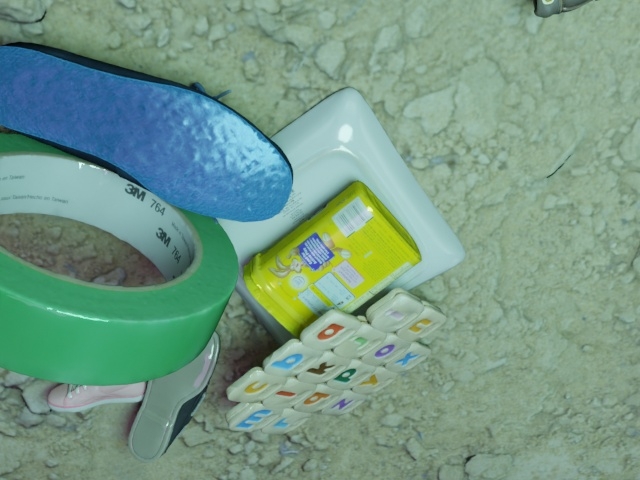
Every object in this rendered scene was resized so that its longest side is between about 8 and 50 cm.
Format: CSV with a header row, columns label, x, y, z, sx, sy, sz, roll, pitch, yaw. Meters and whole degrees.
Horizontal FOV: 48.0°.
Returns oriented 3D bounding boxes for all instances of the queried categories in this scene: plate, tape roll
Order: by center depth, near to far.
label,x,y,z,sx,sy,sz,roll,pitch,yaw
tape roll,-0.243,0.005,0.713,0.321,0.321,0.077,22,115,-13
plate,0.000,0.000,0.878,0.277,0.045,0.278,-31,114,14

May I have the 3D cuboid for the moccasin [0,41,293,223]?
label,x,y,z,sx,sy,sz,roll,pitch,yaw
moccasin,-0.185,-0.131,0.767,0.341,0.117,0.138,26,101,-10

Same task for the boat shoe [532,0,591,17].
label,x,y,z,sx,sy,sz,roll,pitch,yaw
boat shoe,0.195,-0.366,0.657,0.096,0.117,0.325,-22,117,15

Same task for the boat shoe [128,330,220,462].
label,x,y,z,sx,sy,sz,roll,pitch,yaw
boat shoe,-0.191,0.200,0.970,0.075,0.065,0.206,30,98,11

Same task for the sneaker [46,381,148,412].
label,x,y,z,sx,sy,sz,roll,pitch,yaw
sneaker,-0.299,0.184,0.957,0.134,0.051,0.070,-6,122,-8

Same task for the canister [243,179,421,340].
label,x,y,z,sx,sy,sz,roll,pitch,yaw
canister,0.015,0.027,0.826,0.170,0.073,0.126,-38,114,14

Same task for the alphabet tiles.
label,x,y,z,sx,sy,sz,roll,pitch,yaw
alphabet tiles,0.020,0.158,0.896,0.284,0.021,0.278,-38,148,17
